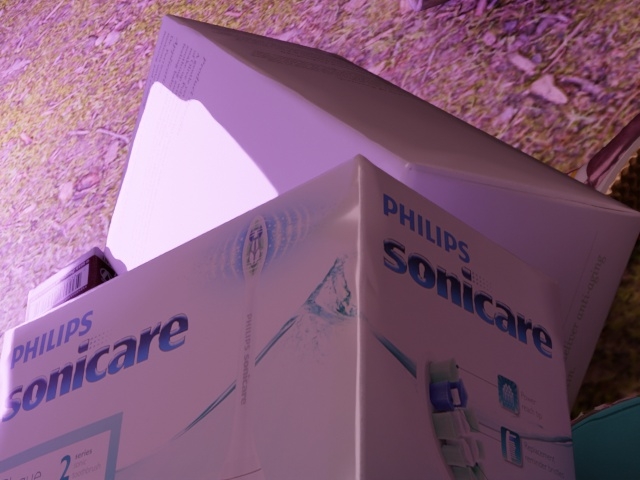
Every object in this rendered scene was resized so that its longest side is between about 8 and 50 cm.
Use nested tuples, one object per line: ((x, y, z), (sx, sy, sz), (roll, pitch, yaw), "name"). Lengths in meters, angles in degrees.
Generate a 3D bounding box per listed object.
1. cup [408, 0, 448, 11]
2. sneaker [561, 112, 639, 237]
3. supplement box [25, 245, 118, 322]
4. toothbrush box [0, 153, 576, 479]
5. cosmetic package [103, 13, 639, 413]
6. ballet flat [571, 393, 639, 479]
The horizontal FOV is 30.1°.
((0.154, -0.371, 0.945), (0.237, 0.331, 0.331), (-13, 37, 1), "cup")
((0.158, -0.023, 0.726), (0.185, 0.069, 0.084), (-48, 38, -8), "sneaker")
((-0.143, 0.129, 0.822), (0.073, 0.130, 0.239), (-32, 35, 16), "supplement box")
((-0.025, 0.151, 0.426), (0.216, 0.126, 0.295), (-24, 51, 37), "toothbrush box")
((0.000, 0.000, 0.729), (0.365, 0.155, 0.197), (42, 118, 56), "cosmetic package")
((0.104, 0.152, 0.566), (0.241, 0.077, 0.091), (-29, 57, -20), "ballet flat")
